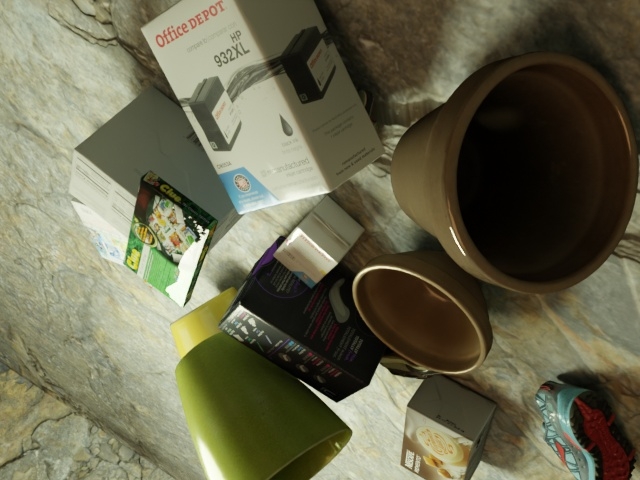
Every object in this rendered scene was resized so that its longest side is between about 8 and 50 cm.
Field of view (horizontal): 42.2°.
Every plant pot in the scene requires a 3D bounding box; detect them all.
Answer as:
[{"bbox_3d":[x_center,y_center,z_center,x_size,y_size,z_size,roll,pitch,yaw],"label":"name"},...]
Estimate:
[{"bbox_3d":[-0.195,0.240,1.781,0.239,0.254,0.254,59,147,0],"label":"plant pot"},{"bbox_3d":[-0.137,0.324,1.544,0.293,0.275,0.275,50,152,21],"label":"plant pot"},{"bbox_3d":[0.201,-0.078,0.989,0.263,0.263,0.229,52,163,-18],"label":"plant pot"},{"bbox_3d":[0.178,0.093,1.317,0.237,0.110,0.237,27,147,20],"label":"plant pot"}]

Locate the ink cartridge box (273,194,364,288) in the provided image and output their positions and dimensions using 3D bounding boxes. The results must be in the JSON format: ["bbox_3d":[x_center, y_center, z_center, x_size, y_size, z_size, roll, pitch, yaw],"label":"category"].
[{"bbox_3d":[0.000,0.000,1.407,0.092,0.090,0.143,42,147,-2],"label":"ink cartridge box"}]

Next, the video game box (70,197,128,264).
[{"bbox_3d":[-0.461,-0.013,1.914,0.205,0.048,0.187,18,140,32],"label":"video game box"}]

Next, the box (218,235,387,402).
[{"bbox_3d":[-0.020,0.146,1.502,0.270,0.165,0.143,34,148,-6],"label":"box"}]

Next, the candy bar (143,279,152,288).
[{"bbox_3d":[-0.375,0.097,1.987,0.161,0.018,0.040,-5,126,48],"label":"candy bar"}]

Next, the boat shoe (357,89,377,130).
[{"bbox_3d":[0.060,-0.159,1.196,0.043,0.049,0.137,3,135,-12],"label":"boat shoe"}]

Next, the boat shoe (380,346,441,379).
[{"bbox_3d":[0.182,0.213,1.496,0.073,0.080,0.223,48,153,-22],"label":"boat shoe"}]

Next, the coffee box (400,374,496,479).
[{"bbox_3d":[0.242,0.379,1.607,0.141,0.098,0.246,27,145,21],"label":"coffee box"}]

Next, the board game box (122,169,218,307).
[{"bbox_3d":[-0.250,0.005,1.353,0.136,0.030,0.259,35,143,3],"label":"board game box"}]

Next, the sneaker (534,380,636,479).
[{"bbox_3d":[0.433,0.327,1.375,0.125,0.104,0.262,23,144,57],"label":"sneaker"}]

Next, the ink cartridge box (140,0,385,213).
[{"bbox_3d":[-0.083,-0.211,1.150,0.223,0.129,0.307,-10,112,51],"label":"ink cartridge box"}]

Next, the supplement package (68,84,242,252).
[{"bbox_3d":[-0.271,-0.101,1.459,0.262,0.204,0.145,39,145,2],"label":"supplement package"}]
